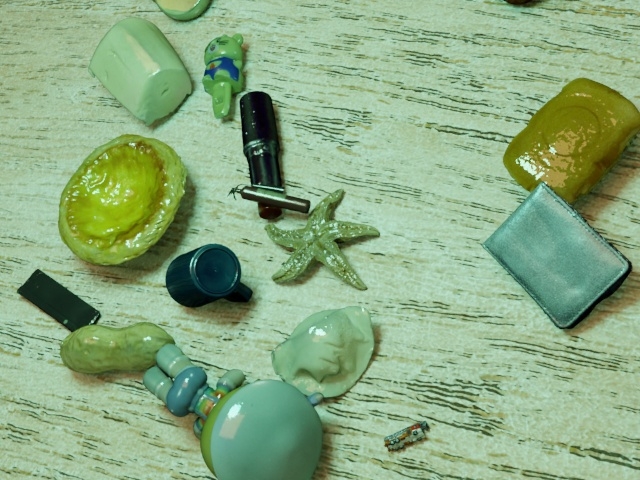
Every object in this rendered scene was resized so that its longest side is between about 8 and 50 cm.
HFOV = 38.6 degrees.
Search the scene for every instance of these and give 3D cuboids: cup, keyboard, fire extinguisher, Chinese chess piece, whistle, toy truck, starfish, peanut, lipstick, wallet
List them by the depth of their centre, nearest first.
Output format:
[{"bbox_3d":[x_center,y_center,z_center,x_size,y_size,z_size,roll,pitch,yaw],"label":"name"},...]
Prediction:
[{"bbox_3d":[0.405,0.029,1.571,0.222,0.036,0.167,48,111,22],"label":"wallet"},{"bbox_3d":[0.150,0.339,1.583,0.083,0.024,0.032,-27,28,13],"label":"toy truck"},{"bbox_3d":[-0.213,0.069,1.800,0.138,0.150,0.113,-20,71,61],"label":"cup"},{"bbox_3d":[0.000,0.000,1.813,0.277,0.062,0.235,29,73,36],"label":"starfish"},{"bbox_3d":[-0.103,-0.093,1.839,0.173,0.035,0.049,13,79,8],"label":"fire extinguisher"},{"bbox_3d":[-0.413,0.217,1.840,0.263,0.117,0.101,-4,85,18],"label":"peanut"},{"bbox_3d":[-0.124,-0.182,1.934,0.081,0.081,0.299,-16,62,16],"label":"lipstick"},{"bbox_3d":[-0.572,0.137,2.001,0.231,0.023,0.072,27,71,31],"label":"keyboard"},{"bbox_3d":[-0.224,-0.377,2.074,0.105,0.085,0.227,-14,60,27],"label":"whistle"},{"bbox_3d":[-0.337,-0.610,2.229,0.144,0.058,0.144,0,91,14],"label":"Chinese chess piece"}]

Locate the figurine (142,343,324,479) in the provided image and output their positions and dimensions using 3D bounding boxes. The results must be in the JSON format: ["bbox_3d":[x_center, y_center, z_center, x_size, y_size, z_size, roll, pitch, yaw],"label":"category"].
[{"bbox_3d":[-0.187,0.328,1.633,0.382,0.205,0.224,13,79,31],"label":"figurine"}]

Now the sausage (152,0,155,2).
[{"bbox_3d":[-0.300,-0.680,2.276,0.301,0.066,0.065,-20,59,12],"label":"sausage"}]

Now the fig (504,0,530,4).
[{"bbox_3d":[0.437,-0.583,1.841,0.231,0.143,0.160,-26,47,44],"label":"fig"}]

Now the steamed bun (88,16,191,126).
[{"bbox_3d":[-0.404,-0.388,2.131,0.200,0.170,0.225,-48,69,33],"label":"steamed bun"}]

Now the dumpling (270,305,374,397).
[{"bbox_3d":[0.015,0.207,1.669,0.181,0.111,0.155,-23,91,25],"label":"dumpling"}]

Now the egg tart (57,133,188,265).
[{"bbox_3d":[-0.416,-0.078,1.981,0.319,0.128,0.318,-9,63,17],"label":"egg tart"}]

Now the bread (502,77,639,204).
[{"bbox_3d":[0.456,-0.170,1.654,0.245,0.121,0.174,-44,55,-5],"label":"bread"}]
